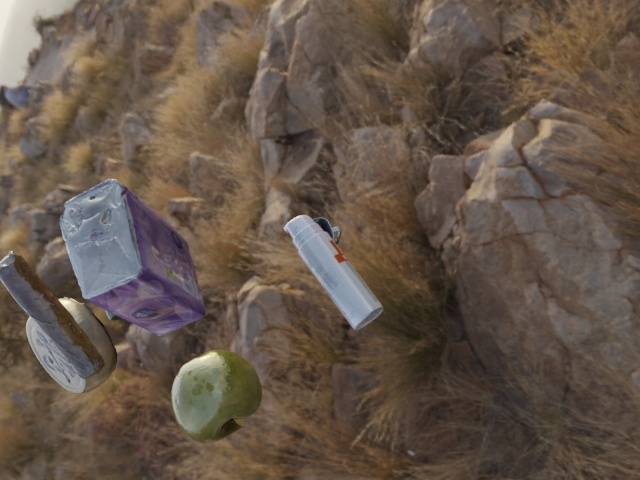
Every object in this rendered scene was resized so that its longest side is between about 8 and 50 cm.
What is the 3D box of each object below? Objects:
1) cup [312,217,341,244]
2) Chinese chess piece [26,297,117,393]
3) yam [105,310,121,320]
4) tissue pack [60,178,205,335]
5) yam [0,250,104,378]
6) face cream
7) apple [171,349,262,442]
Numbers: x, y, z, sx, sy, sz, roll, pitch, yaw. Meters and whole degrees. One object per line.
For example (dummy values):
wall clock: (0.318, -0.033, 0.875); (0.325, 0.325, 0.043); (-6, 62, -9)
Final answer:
cup: (0.000, 0.000, 1.857); (0.129, 0.128, 0.095); (96, 155, -57)
Chinese chess piece: (-0.647, 0.273, 1.576); (0.257, 0.104, 0.257); (20, 127, 29)
yam: (-0.668, 0.218, 1.941); (0.094, 0.043, 0.043); (53, 122, 34)
tissue pack: (-0.409, 0.051, 1.352); (0.160, 0.338, 0.242); (-25, 65, 3)
yam: (-0.438, 0.122, 0.980); (0.056, 0.241, 0.057); (-35, 6, 4)
face cream: (0.028, 0.073, 1.614); (0.346, 0.102, 0.102); (54, 127, 18)
apple: (-0.337, 0.495, 1.953); (0.254, 0.292, 0.292); (51, 123, 23)
